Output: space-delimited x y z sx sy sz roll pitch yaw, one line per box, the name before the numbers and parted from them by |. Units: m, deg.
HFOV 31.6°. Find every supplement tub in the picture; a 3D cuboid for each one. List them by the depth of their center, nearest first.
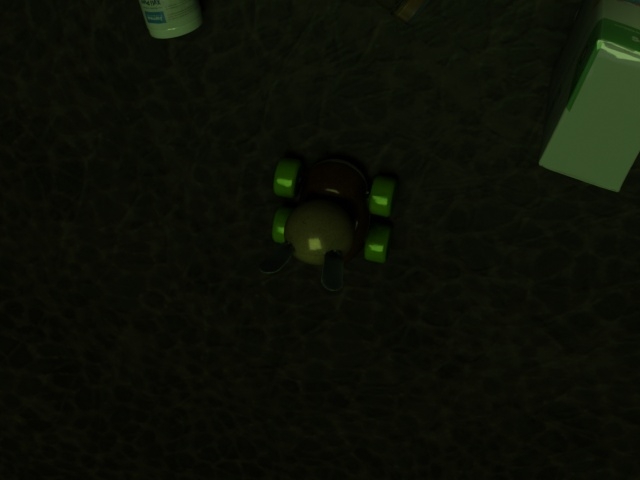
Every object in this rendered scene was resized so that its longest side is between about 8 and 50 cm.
supplement tub | -0.183 -0.300 1.330 0.071 0.071 0.107 -2 124 19

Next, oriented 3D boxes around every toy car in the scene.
toy car | 0.000 0.000 1.416 0.155 0.188 0.149 11 128 10

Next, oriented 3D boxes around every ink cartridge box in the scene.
ink cartridge box | 0.301 -0.177 1.175 0.093 0.212 0.154 18 128 0

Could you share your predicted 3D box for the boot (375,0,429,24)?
boot | 0.106 -0.336 1.204 0.106 0.082 0.219 30 131 -8
